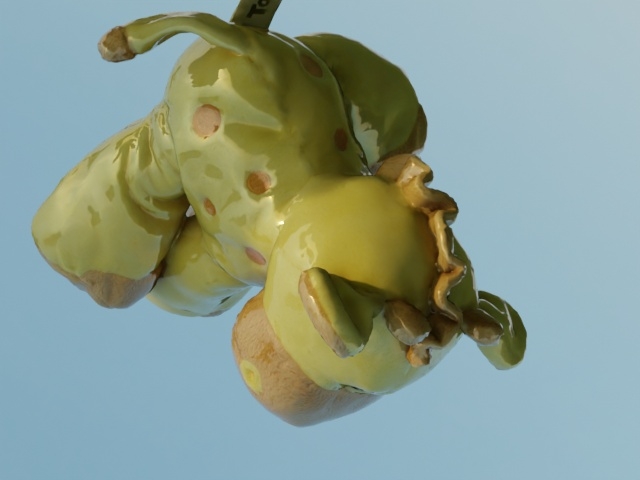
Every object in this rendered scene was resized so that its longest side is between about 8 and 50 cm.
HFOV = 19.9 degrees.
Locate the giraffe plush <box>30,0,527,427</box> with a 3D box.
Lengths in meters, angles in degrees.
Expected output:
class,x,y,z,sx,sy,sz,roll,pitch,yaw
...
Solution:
class,x,y,z,sx,sy,sz,roll,pitch,yaw
giraffe plush,0.000,0.000,0.763,0.181,0.210,0.170,-18,-121,-28
